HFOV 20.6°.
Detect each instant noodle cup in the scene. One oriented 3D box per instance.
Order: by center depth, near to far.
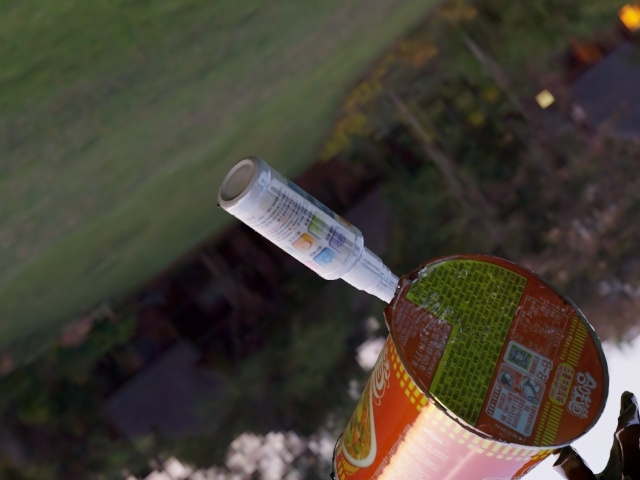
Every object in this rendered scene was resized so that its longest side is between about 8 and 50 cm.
[{"bbox_3d":[0.103,0.145,1.440,0.193,0.193,0.212,-41,168,-44],"label":"instant noodle cup"}]

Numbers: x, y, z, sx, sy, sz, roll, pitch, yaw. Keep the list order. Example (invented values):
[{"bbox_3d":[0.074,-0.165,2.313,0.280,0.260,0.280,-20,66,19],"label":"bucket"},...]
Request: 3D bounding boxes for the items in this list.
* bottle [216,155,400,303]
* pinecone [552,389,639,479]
[{"bbox_3d":[0.000,0.000,1.641,0.060,0.217,0.060,-35,-145,29],"label":"bottle"},{"bbox_3d":[0.376,0.325,1.778,0.397,0.398,0.398,-38,-177,2],"label":"pinecone"}]
